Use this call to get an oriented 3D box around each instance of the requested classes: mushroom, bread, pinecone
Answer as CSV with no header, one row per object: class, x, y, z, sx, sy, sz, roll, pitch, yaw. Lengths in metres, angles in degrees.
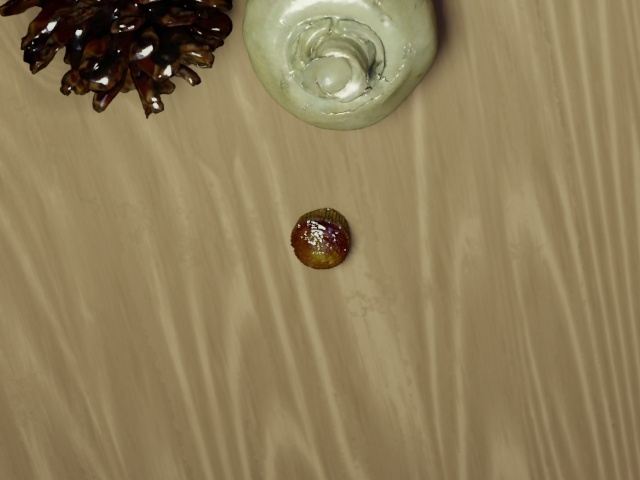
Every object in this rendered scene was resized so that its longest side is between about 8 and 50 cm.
mushroom,0.024,-0.243,1.955,0.246,0.202,0.246,1,127,2
bread,0.000,0.000,2.159,0.085,0.053,0.085,3,117,6
pinecone,-0.248,-0.293,1.938,0.298,0.242,0.296,-20,110,11
